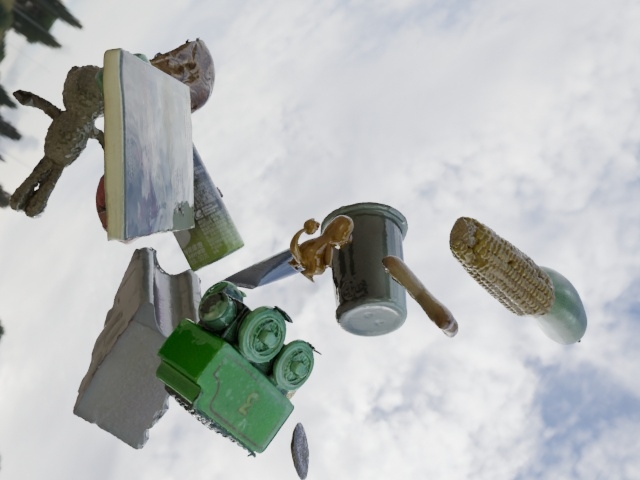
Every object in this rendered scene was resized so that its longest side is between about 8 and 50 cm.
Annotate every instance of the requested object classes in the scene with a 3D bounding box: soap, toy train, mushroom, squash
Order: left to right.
[{"bbox_3d":[-0.338,0.195,1.459,0.258,0.159,0.302,-58,-160,15],"label":"soap"},{"bbox_3d":[-0.354,-0.363,1.852,0.285,0.151,0.156,-37,-176,-28],"label":"mushroom"},{"bbox_3d":[-0.118,0.182,1.115,0.132,0.243,0.188,22,-112,41],"label":"toy train"},{"bbox_3d":[0.478,0.136,1.575,0.107,0.395,0.107,-13,-118,25],"label":"squash"}]

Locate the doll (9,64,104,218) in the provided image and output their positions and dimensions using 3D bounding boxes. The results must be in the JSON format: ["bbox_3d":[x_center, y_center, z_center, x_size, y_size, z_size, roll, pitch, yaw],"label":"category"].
[{"bbox_3d":[-0.455,-0.178,1.403,0.202,0.091,0.286,3,-96,15],"label":"doll"}]

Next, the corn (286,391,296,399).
[{"bbox_3d":[-0.079,0.263,1.376,0.206,0.067,0.067,116,-8,-61],"label":"corn"}]

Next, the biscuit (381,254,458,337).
[{"bbox_3d":[0.221,0.121,1.694,0.047,0.164,0.208,-44,-110,4],"label":"biscuit"}]

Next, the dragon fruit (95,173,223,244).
[{"bbox_3d":[-0.466,-0.111,2.065,0.343,0.282,0.100,-27,-141,12],"label":"dragon fruit"}]

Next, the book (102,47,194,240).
[{"bbox_3d":[-0.197,-0.104,0.917,0.289,0.026,0.201,-43,132,-83],"label":"book"}]

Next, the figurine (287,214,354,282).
[{"bbox_3d":[0.000,-0.004,1.749,0.176,0.122,0.121,-39,-141,-18],"label":"figurine"}]

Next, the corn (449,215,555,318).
[{"bbox_3d":[0.312,0.051,1.317,0.097,0.261,0.097,-36,-148,27],"label":"corn"}]

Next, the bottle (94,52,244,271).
[{"bbox_3d":[-0.228,-0.118,1.177,0.093,0.330,0.093,-26,-176,2],"label":"bottle"}]

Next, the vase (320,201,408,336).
[{"bbox_3d":[0.119,0.087,1.979,0.245,0.245,0.291,-31,-134,34],"label":"vase"}]

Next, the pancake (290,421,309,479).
[{"bbox_3d":[-0.036,0.396,1.452,0.011,0.115,0.115,-10,-134,12],"label":"pancake"}]

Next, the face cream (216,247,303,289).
[{"bbox_3d":[-0.136,0.085,2.335,0.135,0.385,0.086,6,-73,34],"label":"face cream"}]
